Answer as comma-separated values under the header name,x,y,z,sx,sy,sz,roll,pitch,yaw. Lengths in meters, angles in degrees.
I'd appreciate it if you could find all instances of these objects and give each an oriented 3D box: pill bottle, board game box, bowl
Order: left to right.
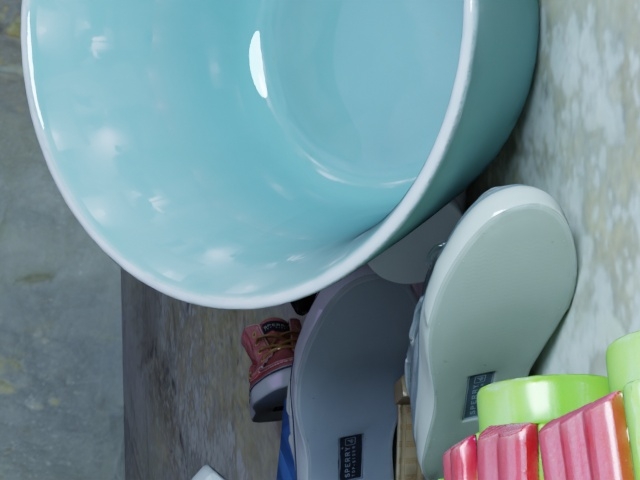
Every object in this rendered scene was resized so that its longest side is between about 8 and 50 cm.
name,x,y,z,sx,sy,sz,roll,pitch,yaw
bowl,-0.002,-0.119,1.015,0.312,0.163,0.311,0,90,38
board game box,-0.001,0.212,1.493,0.133,0.033,0.168,-116,25,-49
pill bottle,0.043,-0.042,1.154,0.152,0.086,0.086,-108,21,-52

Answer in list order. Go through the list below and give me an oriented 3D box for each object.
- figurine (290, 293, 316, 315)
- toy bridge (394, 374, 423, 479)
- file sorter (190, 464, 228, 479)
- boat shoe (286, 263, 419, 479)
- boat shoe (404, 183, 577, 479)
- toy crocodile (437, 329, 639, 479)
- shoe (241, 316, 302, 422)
name,x,y,z,sx,sy,sz,roll,pitch,yaw
figurine,-0.021,-0.074,1.471,0.215,0.092,0.209,113,146,-59
toy bridge,0.066,0.186,1.203,0.063,0.026,0.188,122,145,-72
file sorter,-0.079,0.334,1.211,0.277,0.193,0.173,-48,22,-3
boat shoe,0.012,0.104,1.281,0.084,0.095,0.258,-112,25,-48
boat shoe,0.081,0.041,1.006,0.227,0.079,0.081,98,161,-46
toy crocodile,0.113,0.107,0.779,0.340,0.105,0.115,145,124,-67
shoe,-0.036,0.103,1.564,0.178,0.063,0.081,119,143,-74
